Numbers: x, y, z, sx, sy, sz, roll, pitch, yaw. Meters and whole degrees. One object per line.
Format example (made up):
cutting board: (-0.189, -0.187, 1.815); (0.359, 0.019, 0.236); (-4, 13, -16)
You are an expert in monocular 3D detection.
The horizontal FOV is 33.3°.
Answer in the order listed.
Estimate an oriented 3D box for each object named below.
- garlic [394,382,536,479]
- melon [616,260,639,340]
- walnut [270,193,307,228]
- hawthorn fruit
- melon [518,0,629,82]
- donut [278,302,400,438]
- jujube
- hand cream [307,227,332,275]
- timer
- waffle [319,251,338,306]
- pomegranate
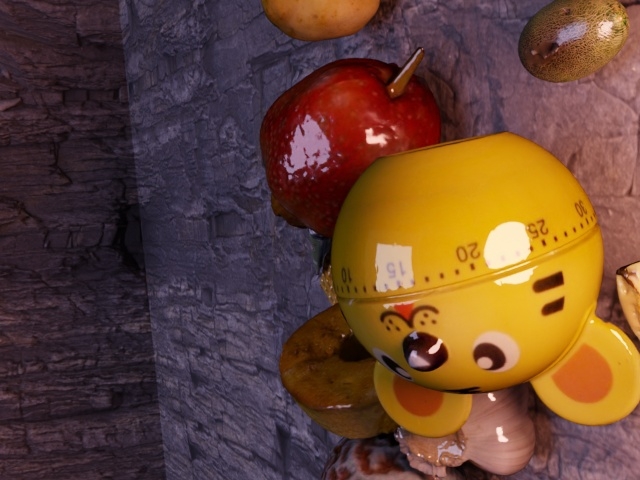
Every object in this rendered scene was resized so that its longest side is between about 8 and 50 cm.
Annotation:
garlic: (0.196, 0.270, 1.558); (0.257, 0.207, 0.207); (105, 149, -54)
melon: (0.402, 0.096, 1.193); (0.160, 0.079, 0.128); (-120, 13, -48)
walnut: (-0.040, -0.076, 2.122); (0.207, 0.115, 0.116); (178, 86, -67)
hawthorn fruit: (0.063, -0.174, 1.679); (0.369, 0.284, 0.285); (-55, 45, 44)
melon: (0.306, -0.246, 1.289); (0.162, 0.099, 0.099); (-20, 78, 61)
donut: (0.081, 0.202, 1.725); (0.303, 0.303, 0.110); (38, 155, 59)
jujube: (0.110, 0.399, 1.687); (0.215, 0.246, 0.308); (62, 171, -9)
hand cream: (0.000, 0.000, 2.041); (0.235, 0.055, 0.086); (97, -176, -75)
timer: (0.192, 0.066, 1.338); (0.376, 0.376, 0.387); (0, 106, 67)
waffle: (0.034, 0.091, 2.100); (0.135, 0.021, 0.092); (-123, 35, -47)
pomegranate: (-0.004, -0.449, 1.818); (0.233, 0.233, 0.233); (174, 90, -67)
